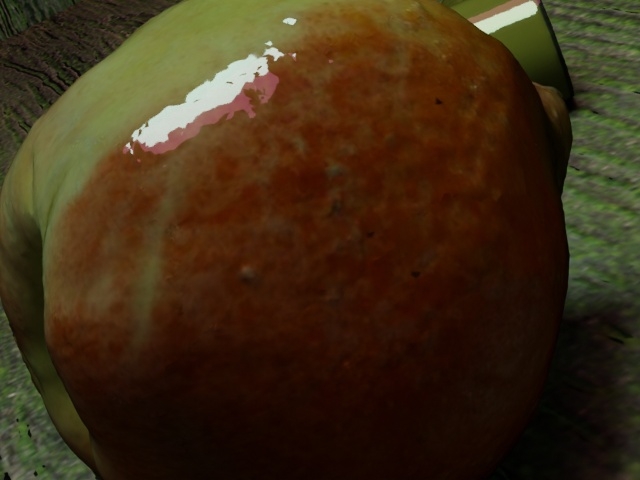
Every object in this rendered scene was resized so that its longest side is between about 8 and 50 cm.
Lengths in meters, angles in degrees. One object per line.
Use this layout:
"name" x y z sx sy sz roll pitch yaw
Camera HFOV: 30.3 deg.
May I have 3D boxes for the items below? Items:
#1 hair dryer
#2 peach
"hair dryer" 0.101 -0.145 0.895 0.135 0.090 0.278 -22 16 11
"peach" 0.000 0.000 0.493 0.257 0.232 0.232 -25 21 -24
